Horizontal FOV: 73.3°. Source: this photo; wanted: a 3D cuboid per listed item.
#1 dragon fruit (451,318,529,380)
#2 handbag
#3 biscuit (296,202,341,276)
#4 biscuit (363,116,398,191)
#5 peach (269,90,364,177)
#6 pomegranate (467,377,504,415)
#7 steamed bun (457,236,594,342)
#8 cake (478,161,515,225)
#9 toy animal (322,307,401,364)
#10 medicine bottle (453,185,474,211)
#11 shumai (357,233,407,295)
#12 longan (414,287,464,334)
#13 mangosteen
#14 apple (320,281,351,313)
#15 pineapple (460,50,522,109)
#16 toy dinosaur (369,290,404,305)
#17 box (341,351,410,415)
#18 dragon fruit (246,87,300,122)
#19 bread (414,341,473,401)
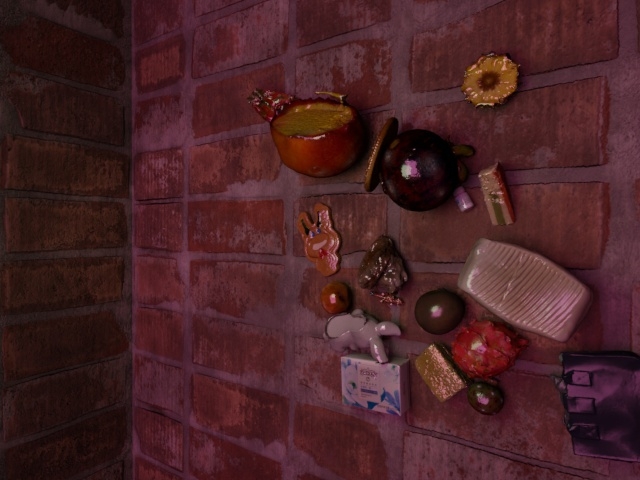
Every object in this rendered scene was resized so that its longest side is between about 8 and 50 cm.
[{"bbox_3d":[0.592,0.371,1.503,0.268,0.205,0.210,-13,63,-2],"label":"dragon fruit"},{"bbox_3d":[0.880,0.510,1.356,0.269,0.118,0.326,-6,86,27],"label":"handbag"},{"bbox_3d":[0.000,0.000,1.982,0.202,0.047,0.334,-24,78,32],"label":"biscuit"},{"bbox_3d":[0.233,-0.331,1.674,0.038,0.305,0.305,22,103,15],"label":"biscuit"},{"bbox_3d":[-0.006,-0.428,1.824,0.406,0.310,0.335,5,56,23],"label":"peach"},{"bbox_3d":[0.595,0.561,1.546,0.130,0.130,0.130,1,91,34],"label":"pomegranate"},{"bbox_3d":[0.667,0.155,1.429,0.383,0.236,0.247,28,96,24],"label":"steamed bun"},{"bbox_3d":[0.638,-0.175,1.555,0.086,0.117,0.220,-13,116,36],"label":"cake"},{"bbox_3d":[0.162,0.393,1.805,0.325,0.154,0.208,12,69,46],"label":"toy animal"},{"bbox_3d":[0.534,-0.155,1.616,0.052,0.052,0.089,-32,72,30],"label":"medicine bottle"},{"bbox_3d":[0.265,0.125,1.770,0.185,0.218,0.184,38,132,-18],"label":"shumai"},{"bbox_3d":[0.445,0.266,1.617,0.189,0.189,0.189,1,91,34],"label":"longan"},{"bbox_3d":[0.391,-0.268,1.572,0.359,0.306,0.306,-21,78,17],"label":"mangosteen"},{"bbox_3d":[0.071,0.251,1.882,0.146,0.146,0.146,1,91,34],"label":"apple"},{"bbox_3d":[0.612,-0.566,1.544,0.225,0.076,0.225,-1,88,32],"label":"pineapple"},{"bbox_3d":[0.275,0.239,1.793,0.154,0.055,0.049,16,103,25],"label":"toy dinosaur"},{"bbox_3d":[0.228,0.590,1.794,0.274,0.116,0.203,-1,89,34],"label":"box"},{"bbox_3d":[-0.261,-0.646,2.062,0.262,0.211,0.134,12,90,39],"label":"dragon fruit"},{"bbox_3d":[0.466,0.497,1.642,0.138,0.102,0.196,-49,63,22],"label":"bread"}]
